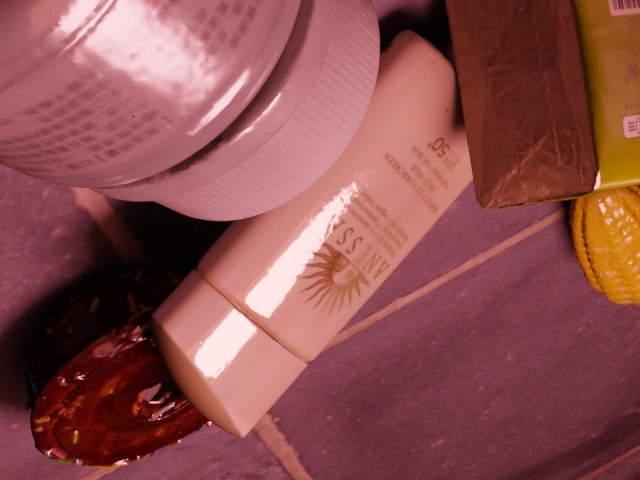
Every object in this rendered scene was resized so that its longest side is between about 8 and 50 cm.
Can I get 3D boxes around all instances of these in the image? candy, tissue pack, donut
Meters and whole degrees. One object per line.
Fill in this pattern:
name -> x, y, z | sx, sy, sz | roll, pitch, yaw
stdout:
candy -> 0.308, -0.014, 1.584 | 0.106, 0.094, 0.199 | -32, 142, 6
tissue pack -> 0.258, -0.143, 1.205 | 0.274, 0.200, 0.167 | -10, -178, -32
donut -> -0.158, 0.110, 1.369 | 0.235, 0.089, 0.235 | -21, 147, -15

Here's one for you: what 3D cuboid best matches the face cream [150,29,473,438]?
face cream -> 0.000, 0.000, 1.255 | 0.348, 0.081, 0.173 | -48, 140, -2

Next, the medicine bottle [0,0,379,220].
medicine bottle -> -0.121, -0.149, 0.872 | 0.245, 0.245, 0.306 | -38, 149, 13
